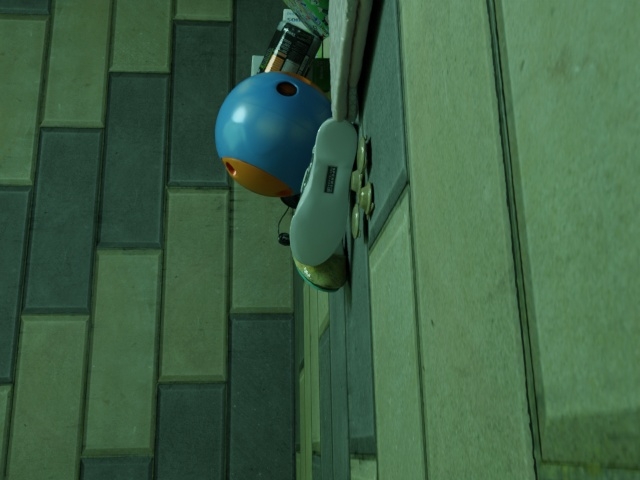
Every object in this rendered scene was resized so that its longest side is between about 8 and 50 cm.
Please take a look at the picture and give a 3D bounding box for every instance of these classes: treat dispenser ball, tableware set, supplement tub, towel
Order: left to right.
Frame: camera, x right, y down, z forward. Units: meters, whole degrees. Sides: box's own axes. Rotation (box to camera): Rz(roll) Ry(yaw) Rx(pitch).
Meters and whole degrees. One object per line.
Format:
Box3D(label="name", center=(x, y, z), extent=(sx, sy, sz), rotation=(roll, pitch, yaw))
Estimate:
Box3D(label="treat dispenser ball", center=(-0.098, -0.242, 1.618), extent=(0.288, 0.288, 0.288), rotation=(180, 90, -85))
Box3D(label="supplement tub", center=(-0.086, -0.437, 1.746), extent=(0.190, 0.117, 0.117), rotation=(-63, 12, 12))
Box3D(label="towel", center=(0.052, -0.434, 1.271), extent=(0.317, 0.053, 0.332), rotation=(96, 173, -57))
Box3D(label="tableware set", center=(0.072, -0.090, 1.222), extent=(0.141, 0.020, 0.169), rotation=(107, 164, -65))

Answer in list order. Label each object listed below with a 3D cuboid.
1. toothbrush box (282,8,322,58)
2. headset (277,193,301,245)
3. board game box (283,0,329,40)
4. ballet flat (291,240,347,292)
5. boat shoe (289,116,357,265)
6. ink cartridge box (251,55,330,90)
Box3D(label="toothbrush box", center=(-0.061, -0.533, 2.145), extent=(0.206, 0.122, 0.283), rotation=(164, 105, -85))
Box3D(label="headset", center=(-0.035, -0.164, 2.007), extent=(0.243, 0.185, 0.394), rotation=(-112, 38, -67))
Box3D(label="board game box", center=(-0.043, -0.572, 1.658), extent=(0.213, 0.046, 0.317), rotation=(46, -175, -12))
Box3D(label="ballet flat", center=(0.000, 0.000, 1.552), extent=(0.348, 0.123, 0.123), rotation=(-105, 16, -71))
Box3D(label="boat shoe", center=(0.008, -0.100, 1.404), extent=(0.102, 0.108, 0.301), rotation=(-83, 3, -76))
Box3D(label="ink cartridge box", center=(-0.082, -0.444, 1.885), extent=(0.153, 0.208, 0.087), rotation=(-120, 31, -79))
